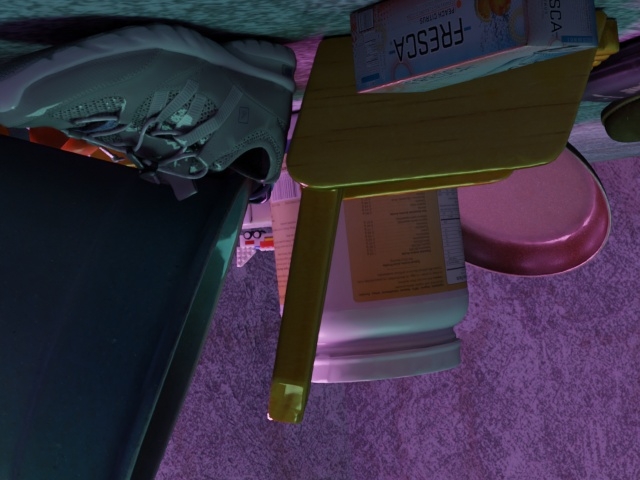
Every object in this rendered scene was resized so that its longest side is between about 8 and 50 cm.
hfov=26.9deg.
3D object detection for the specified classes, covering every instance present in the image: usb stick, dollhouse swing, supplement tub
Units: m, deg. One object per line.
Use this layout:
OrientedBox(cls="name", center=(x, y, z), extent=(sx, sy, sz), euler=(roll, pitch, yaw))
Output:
OrientedBox(cls="usb stick", center=(0.307, -0.163, 1.217), extent=(0.077, 0.045, 0.278), euler=(-7, 180, -15))
OrientedBox(cls="dollhouse swing", center=(0.100, -0.013, 1.189), extent=(0.315, 0.304, 0.347), euler=(-6, 179, 0))
OrientedBox(cls="supplement tub", center=(0.057, 0.002, 1.608), extent=(0.228, 0.316, 0.228), euler=(-6, 180, 0))

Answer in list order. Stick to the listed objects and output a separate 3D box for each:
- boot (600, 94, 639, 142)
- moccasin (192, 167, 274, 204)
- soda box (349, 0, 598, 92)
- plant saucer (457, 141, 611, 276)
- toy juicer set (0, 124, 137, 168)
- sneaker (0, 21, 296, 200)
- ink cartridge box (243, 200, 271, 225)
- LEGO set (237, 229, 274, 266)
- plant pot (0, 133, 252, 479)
OrientedBox(cls="boot", center=(0.472, -0.134, 1.644), extent=(0.112, 0.115, 0.305), euler=(11, 171, -42))
OrientedBox(cls="moccasin", center=(-0.091, -0.084, 1.302), extent=(0.138, 0.116, 0.342), euler=(-6, 180, 18))
OrientedBox(cls="soda box", center=(0.094, -0.137, 0.871), extent=(0.063, 0.058, 0.183), euler=(-6, 180, -32))
OrientedBox(cls="plant saucer", center=(0.235, -0.070, 1.765), extent=(0.311, 0.310, 0.050), euler=(-6, -136, 40))
OrientedBox(cls="toy juicer set", center=(-0.335, -0.073, 1.285), extent=(0.329, 0.089, 0.209), euler=(-6, 180, 9))
OrientedBox(cls="sneaker", center=(-0.108, -0.086, 0.942), extent=(0.105, 0.115, 0.281), euler=(-6, 179, 41))
OrientedBox(cls="ink cartridge box", center=(-0.078, -0.079, 1.811), extent=(0.211, 0.121, 0.289), euler=(-6, 180, 41))
OrientedBox(cls="LEGO set", center=(0.000, 0.000, 1.877), extent=(0.183, 0.060, 0.244), euler=(-3, 180, -30))
OrientedBox(cls="plant pot", center=(-0.268, 0.054, 1.095), extent=(0.334, 0.341, 0.341), euler=(19, 179, -1))
